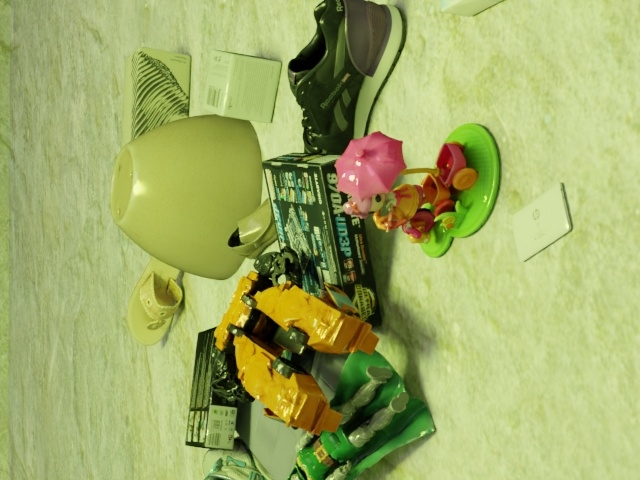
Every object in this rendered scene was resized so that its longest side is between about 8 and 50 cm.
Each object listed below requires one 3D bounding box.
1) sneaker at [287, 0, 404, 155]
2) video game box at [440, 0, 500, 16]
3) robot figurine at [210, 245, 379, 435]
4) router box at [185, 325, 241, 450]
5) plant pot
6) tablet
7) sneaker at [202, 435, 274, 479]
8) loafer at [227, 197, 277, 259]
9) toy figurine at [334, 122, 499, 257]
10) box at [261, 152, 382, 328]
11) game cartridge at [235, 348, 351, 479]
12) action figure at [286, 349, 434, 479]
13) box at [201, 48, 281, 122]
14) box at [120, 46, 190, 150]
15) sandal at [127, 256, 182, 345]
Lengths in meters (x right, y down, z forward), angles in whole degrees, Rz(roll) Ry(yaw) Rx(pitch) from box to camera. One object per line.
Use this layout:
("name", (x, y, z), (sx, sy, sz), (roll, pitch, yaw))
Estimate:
("sneaker", (0.000, -0.190, 1.460), (0.107, 0.124, 0.283), (57, 134, 52))
("video game box", (0.201, -0.359, 1.184), (0.205, 0.048, 0.187), (-14, 71, 62))
("robot figurine", (-0.045, 0.124, 1.365), (0.211, 0.085, 0.291), (-64, 26, 1))
("router box", (-0.158, 0.221, 1.653), (0.133, 0.046, 0.179), (157, 121, -68))
("plant pot", (-0.241, -0.081, 1.843), (0.284, 0.191, 0.284), (-20, 67, 60))
("tablet", (0.221, -0.018, 1.116), (0.083, 0.006, 0.054), (-42, 48, 52))
("sneaker", (-0.129, 0.351, 1.601), (0.283, 0.122, 0.110), (14, 97, 64))
("loafer", (-0.100, -0.017, 1.704), (0.148, 0.050, 0.056), (-53, 40, 46))
("toy figurine", (0.086, -0.059, 1.224), (0.173, 0.159, 0.130), (-62, 34, 38))
("box", (0.000, 0.000, 1.425), (0.175, 0.051, 0.220), (11, 114, 63))
("game cartridge", (-0.048, 0.209, 1.549), (0.355, 0.068, 0.230), (-145, 61, -60))
("action figure", (0.025, 0.239, 1.332), (0.137, 0.063, 0.232), (55, 130, 23))
("box", (-0.127, -0.247, 1.766), (0.101, 0.087, 0.102), (28, 109, 62))
("box", (-0.317, -0.221, 2.116), (0.094, 0.113, 0.275), (-18, 70, 60))
("sandal", (-0.291, 0.096, 2.018), (0.079, 0.088, 0.240), (-133, 59, -64))
